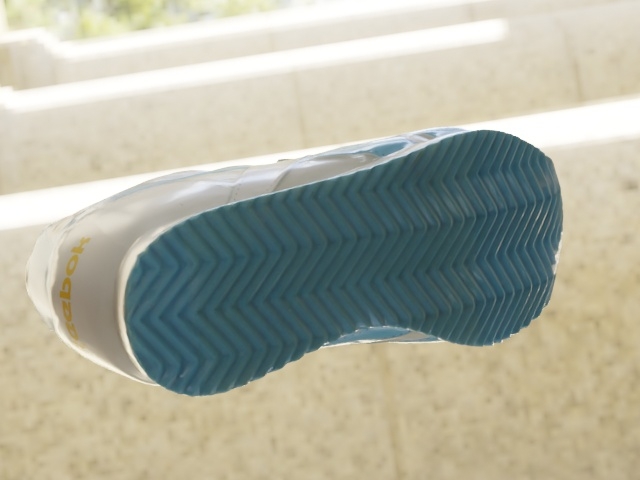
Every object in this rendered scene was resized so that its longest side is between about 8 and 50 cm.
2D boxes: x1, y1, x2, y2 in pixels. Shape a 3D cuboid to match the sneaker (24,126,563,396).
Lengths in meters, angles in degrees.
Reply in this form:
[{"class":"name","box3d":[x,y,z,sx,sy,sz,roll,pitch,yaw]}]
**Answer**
[{"class":"sneaker","box3d":[0.000,0.000,0.722,0.092,0.229,0.087,12,-76,49]}]
